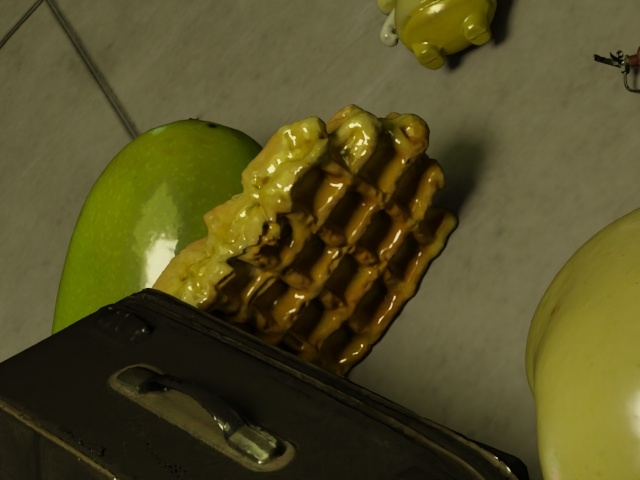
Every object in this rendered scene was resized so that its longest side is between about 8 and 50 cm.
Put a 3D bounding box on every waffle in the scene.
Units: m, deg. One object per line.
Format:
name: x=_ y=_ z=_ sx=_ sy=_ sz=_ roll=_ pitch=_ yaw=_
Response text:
waffle: x=0.000 y=0.000 z=1.277 sx=0.211 sy=0.160 sz=0.055 roll=-54 pitch=44 yaw=3

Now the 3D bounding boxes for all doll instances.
doll: x=0.086 y=-0.200 z=1.399 sx=0.106 sy=0.062 sz=0.162 roll=-25 pitch=50 yaw=24

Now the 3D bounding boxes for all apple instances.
apple: x=0.226 y=0.093 z=0.956 sx=0.262 sy=0.262 sz=0.262 roll=-22 pitch=52 yaw=31

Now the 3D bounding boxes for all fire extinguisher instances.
fire extinguisher: x=0.230 y=-0.111 z=1.242 sx=0.100 sy=0.032 sz=0.046 roll=-10 pitch=93 yaw=38

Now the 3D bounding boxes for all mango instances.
mango: x=-0.115 y=0.054 z=1.370 sx=0.175 sy=0.143 sz=0.293 roll=7 pitch=78 yaw=53

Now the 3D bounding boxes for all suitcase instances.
suitcase: x=-0.031 y=0.198 z=1.083 sx=0.194 sy=0.283 sz=0.434 roll=-29 pitch=30 yaw=-30
